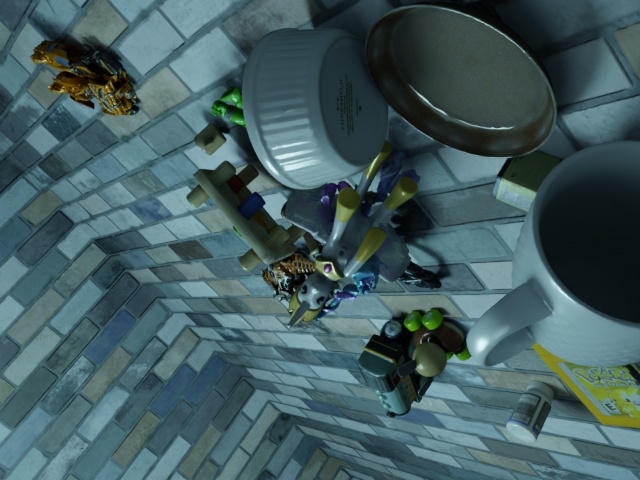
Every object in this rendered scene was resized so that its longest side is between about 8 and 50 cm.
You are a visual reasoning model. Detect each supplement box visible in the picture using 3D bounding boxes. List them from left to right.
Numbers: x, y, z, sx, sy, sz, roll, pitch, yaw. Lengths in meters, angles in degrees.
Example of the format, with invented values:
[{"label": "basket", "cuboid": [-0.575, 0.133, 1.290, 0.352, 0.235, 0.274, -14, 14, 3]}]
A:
[{"label": "supplement box", "cuboid": [0.336, -0.099, 1.076, 0.083, 0.083, 0.056, 26, 151, 19]}]

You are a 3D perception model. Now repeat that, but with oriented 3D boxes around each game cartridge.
[{"label": "game cartridge", "cuboid": [0.624, 0.284, 1.394, 0.324, 0.052, 0.285, 44, 153, -16]}]

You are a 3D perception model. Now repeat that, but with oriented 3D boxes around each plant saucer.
[{"label": "plant saucer", "cuboid": [0.212, -0.243, 0.997, 0.311, 0.050, 0.310, 30, 162, 11]}]

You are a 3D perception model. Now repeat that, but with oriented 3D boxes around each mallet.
[{"label": "mallet", "cuboid": [0.585, 0.228, 1.277, 0.190, 0.039, 0.062, 39, 157, -9]}]

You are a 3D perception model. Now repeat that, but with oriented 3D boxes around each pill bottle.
[{"label": "pill bottle", "cuboid": [0.523, 0.422, 1.643, 0.078, 0.137, 0.078, 29, 152, 17]}]

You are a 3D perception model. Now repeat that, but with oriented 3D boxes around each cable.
[{"label": "cable", "cuboid": [0.196, 0.073, 1.549, 0.185, 0.047, 0.150, 27, 164, 18]}]

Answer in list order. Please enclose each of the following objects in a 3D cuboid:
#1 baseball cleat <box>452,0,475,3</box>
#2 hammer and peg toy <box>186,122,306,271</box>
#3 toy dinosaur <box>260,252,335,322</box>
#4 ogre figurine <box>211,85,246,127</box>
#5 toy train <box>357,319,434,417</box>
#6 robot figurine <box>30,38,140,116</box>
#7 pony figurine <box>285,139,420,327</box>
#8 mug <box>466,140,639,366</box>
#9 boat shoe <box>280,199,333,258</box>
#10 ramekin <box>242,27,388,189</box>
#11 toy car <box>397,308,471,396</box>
[{"label": "baseball cleat", "cuboid": [0.207, -0.373, 0.824, 0.110, 0.072, 0.206, 28, 161, -14]}, {"label": "hammer and peg toy", "cuboid": [-0.200, -0.098, 1.509, 0.361, 0.127, 0.266, 50, -170, 2]}, {"label": "toy dinosaur", "cuboid": [-0.079, 0.113, 1.872, 0.218, 0.164, 0.322, 56, 174, -3]}, {"label": "ogre figurine", "cuboid": [-0.116, -0.275, 1.313, 0.197, 0.096, 0.118, -38, 116, 17]}, {"label": "toy train", "cuboid": [0.213, 0.366, 1.862, 0.142, 0.190, 0.333, 21, 150, 34]}, {"label": "robot figurine", "cuboid": [-0.593, -0.406, 1.695, 0.291, 0.085, 0.211, 24, 152, 24]}, {"label": "pony figurine", "cuboid": [0.059, -0.021, 1.318, 0.303, 0.351, 0.363, 31, 135, 1]}, {"label": "mug", "cuboid": [0.386, 0.075, 0.997, 0.276, 0.374, 0.328, 59, 172, 24]}, {"label": "boat shoe", "cuboid": [0.001, -0.004, 1.624, 0.258, 0.095, 0.095, 31, 153, 11]}, {"label": "ramekin", "cuboid": [0.007, -0.221, 1.092, 0.127, 0.272, 0.272, -1, 137, 35]}, {"label": "toy car", "cuboid": [0.270, 0.295, 1.683, 0.155, 0.188, 0.149, 44, 153, -15]}]
